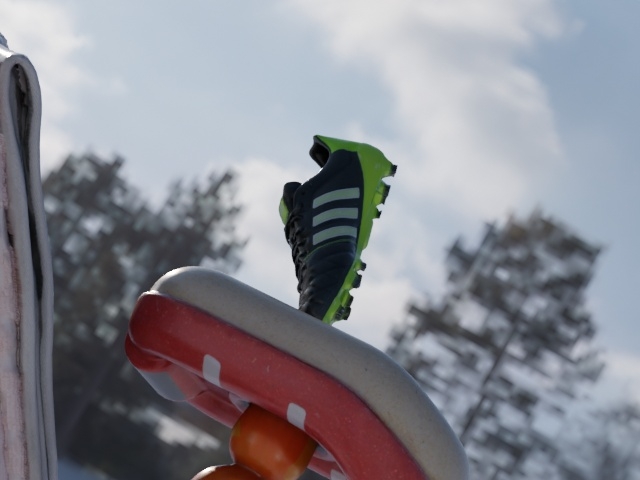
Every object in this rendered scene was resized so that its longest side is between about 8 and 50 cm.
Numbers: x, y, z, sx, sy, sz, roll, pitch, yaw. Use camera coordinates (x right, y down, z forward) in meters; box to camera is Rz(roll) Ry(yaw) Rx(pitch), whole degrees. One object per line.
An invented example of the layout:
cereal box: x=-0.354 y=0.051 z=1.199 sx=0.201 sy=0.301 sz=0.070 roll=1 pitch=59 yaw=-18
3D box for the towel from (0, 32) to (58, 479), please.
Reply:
towel: x=-0.202 y=0.028 z=1.229 sx=0.053 sy=0.331 sz=0.317 roll=-5 pitch=11 yaw=-13

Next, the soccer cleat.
soccer cleat: x=0.000 y=0.000 z=1.371 sx=0.072 sy=0.179 sz=0.060 roll=18 pitch=-39 yaw=1

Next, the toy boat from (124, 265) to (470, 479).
toy boat: x=-0.030 y=0.126 z=1.175 sx=0.231 sy=0.151 sz=0.151 roll=25 pitch=-16 yaw=25
